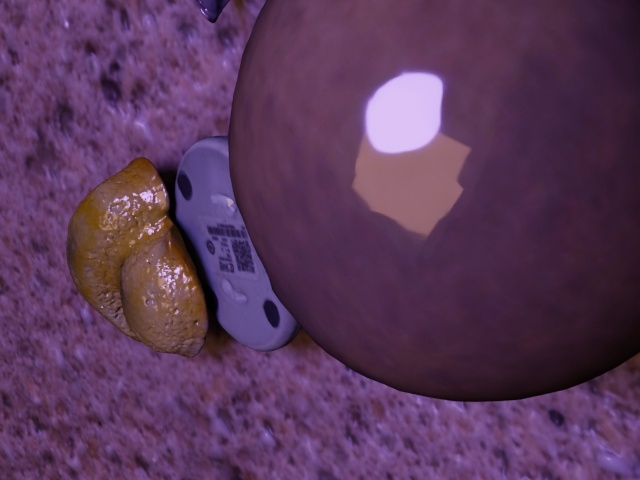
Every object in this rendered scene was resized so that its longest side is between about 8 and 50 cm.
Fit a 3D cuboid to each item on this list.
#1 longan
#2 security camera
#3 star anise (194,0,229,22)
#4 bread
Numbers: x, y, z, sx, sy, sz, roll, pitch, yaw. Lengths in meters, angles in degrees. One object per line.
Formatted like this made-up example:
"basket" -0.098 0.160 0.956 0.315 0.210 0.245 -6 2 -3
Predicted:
"longan" 0.088 -0.055 1.063 0.297 0.297 0.297 19 119 40
"security camera" 0.000 0.000 1.334 0.301 0.080 0.157 5 111 55
"star anise" -0.087 -0.261 1.306 0.209 0.089 0.231 53 143 -1
"bread" -0.142 0.033 1.472 0.149 0.065 0.187 60 152 18
